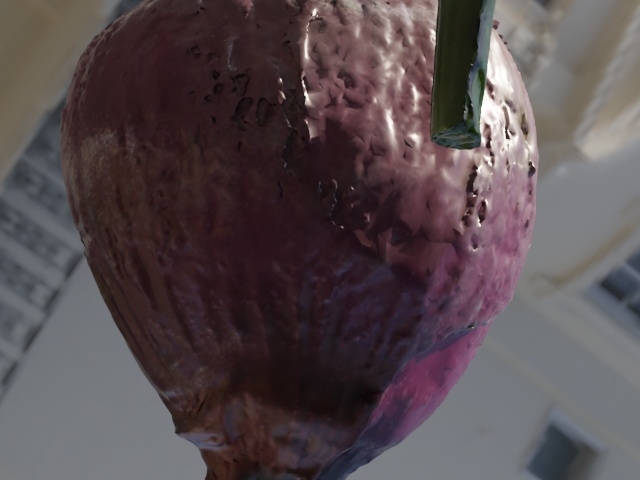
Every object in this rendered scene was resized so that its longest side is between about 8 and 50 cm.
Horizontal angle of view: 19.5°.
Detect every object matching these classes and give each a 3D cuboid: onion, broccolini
[{"bbox_3d":[0.000,0.000,0.979,0.159,0.267,0.349,129,-37,-63],"label":"onion"},{"bbox_3d":[0.053,-0.134,0.646,0.091,0.068,0.203,87,21,-73],"label":"broccolini"}]
